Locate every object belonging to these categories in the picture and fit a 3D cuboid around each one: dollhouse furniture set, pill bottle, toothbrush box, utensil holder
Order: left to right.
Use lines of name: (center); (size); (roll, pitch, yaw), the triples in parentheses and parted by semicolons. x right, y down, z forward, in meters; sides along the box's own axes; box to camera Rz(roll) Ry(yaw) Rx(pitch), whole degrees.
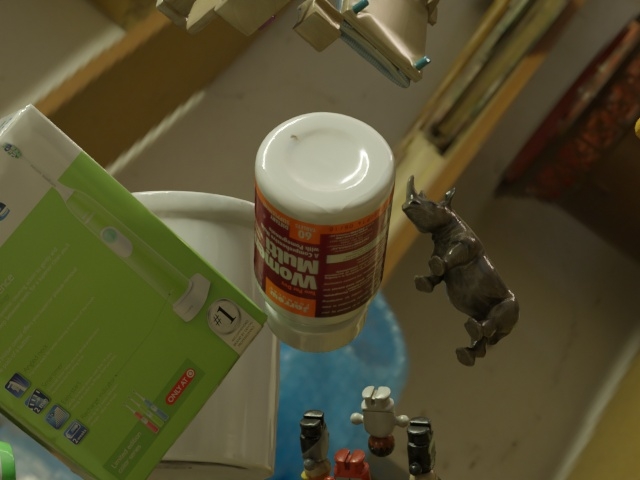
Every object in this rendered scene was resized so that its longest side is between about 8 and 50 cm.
toothbrush box: (-0.223, 0.056, 1.138); (0.206, 0.283, 0.122); (-54, 20, -17)
utensil holder: (-0.216, 0.159, 1.976); (0.327, 0.327, 0.386); (130, 143, -69)
dollhouse furniture set: (-0.014, -0.247, 1.546); (0.198, 0.303, 0.286); (-33, 34, 34)
pill bottle: (0.000, 0.000, 1.184); (0.121, 0.121, 0.221); (-53, -20, -34)

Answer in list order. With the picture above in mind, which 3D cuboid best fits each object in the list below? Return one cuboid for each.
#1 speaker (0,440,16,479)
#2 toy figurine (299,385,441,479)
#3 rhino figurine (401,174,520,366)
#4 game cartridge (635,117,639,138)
speaker: (-0.616, 0.366, 1.971); (0.131, 0.296, 0.131); (180, 90, -65)
toy figurine: (0.080, 0.366, 2.218); (0.213, 0.148, 0.209); (-21, 30, -25)
rhino figurine: (0.168, 0.027, 1.641); (0.106, 0.243, 0.073); (-27, -1, -41)
game cartridge: (0.381, -0.082, 0.799); (0.324, 0.285, 0.053); (-47, -2, -24)
